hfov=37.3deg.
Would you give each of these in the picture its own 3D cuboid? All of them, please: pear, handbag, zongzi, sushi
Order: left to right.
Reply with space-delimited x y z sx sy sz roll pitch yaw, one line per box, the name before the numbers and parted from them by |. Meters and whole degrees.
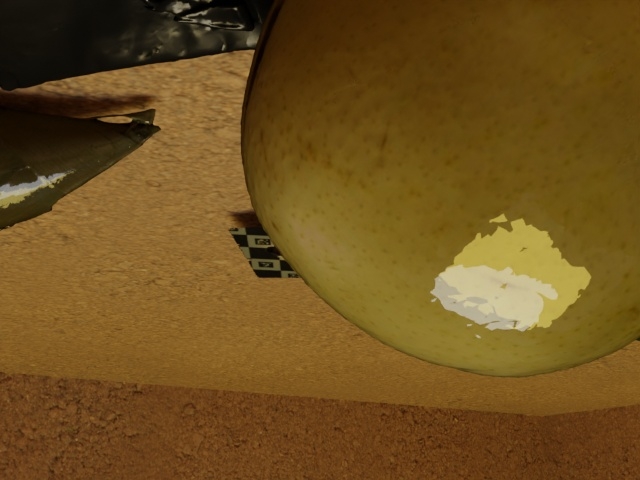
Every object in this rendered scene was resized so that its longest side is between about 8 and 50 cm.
zongzi | -0.332 -0.091 0.831 0.289 0.123 0.260 -21 153 25
handbag | -0.142 -0.187 0.553 0.244 0.088 0.275 -6 159 8
sushi | 0.000 0.000 1.266 0.210 0.040 0.192 -1 157 9
pear | 0.110 -0.079 0.555 0.309 0.309 0.309 -1 163 0

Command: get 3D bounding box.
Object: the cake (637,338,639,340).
cake | 0.418 0.069 1.312 0.172 0.157 0.284 11 161 -38
